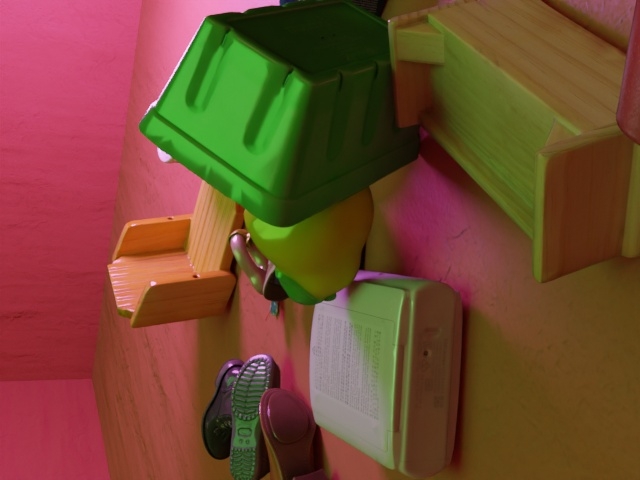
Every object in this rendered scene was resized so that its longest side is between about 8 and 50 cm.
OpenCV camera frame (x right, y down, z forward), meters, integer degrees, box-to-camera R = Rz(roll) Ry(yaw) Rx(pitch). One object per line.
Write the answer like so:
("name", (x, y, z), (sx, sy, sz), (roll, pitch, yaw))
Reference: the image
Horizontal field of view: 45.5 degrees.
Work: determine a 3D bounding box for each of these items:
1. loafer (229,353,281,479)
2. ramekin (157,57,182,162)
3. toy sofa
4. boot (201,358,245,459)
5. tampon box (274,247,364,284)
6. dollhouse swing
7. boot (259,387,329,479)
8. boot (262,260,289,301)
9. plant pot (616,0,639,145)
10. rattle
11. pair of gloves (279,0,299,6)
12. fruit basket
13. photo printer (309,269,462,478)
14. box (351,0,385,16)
("loafer", (-0.122, 0.351, 1.509), (0.094, 0.087, 0.251), (3, 80, 32))
("ramekin", (-0.295, -0.312, 1.888), (0.277, 0.135, 0.277), (-31, 53, 53))
("toy sofa", (0.221, -0.133, 0.817), (0.362, 0.177, 0.150), (-121, 16, -50))
("boot", (-0.178, 0.400, 1.651), (0.229, 0.091, 0.263), (-146, 64, -62))
("tampon box", (0.000, 0.000, 1.272), (0.101, 0.120, 0.161), (-174, 87, -66))
("dollhouse swing", (-0.370, -0.016, 1.912), (0.347, 0.315, 0.305), (-126, 34, -54))
("boot", (-0.061, 0.437, 1.407), (0.283, 0.109, 0.220), (56, 141, 41))
("boot", (-0.073, -0.005, 1.484), (0.213, 0.077, 0.165), (-66, 32, 28))
("plant pot", (0.319, -0.179, 0.470), (0.272, 0.272, 0.265), (-129, 39, -55))
("rattle", (-0.094, 0.047, 1.580), (0.199, 0.143, 0.130), (62, 177, 24))
("pair of gloves", (-0.013, -0.496, 1.352), (0.198, 0.023, 0.159), (-55, -9, -28))
("fruit basket", (-0.032, -0.108, 1.029), (0.283, 0.392, 0.392), (36, 128, 19))
("photo printer", (0.077, 0.173, 1.102), (0.307, 0.107, 0.256), (-177, 91, -66))
("box", (0.044, -0.436, 1.255), (0.156, 0.093, 0.158), (-113, 34, -42))
